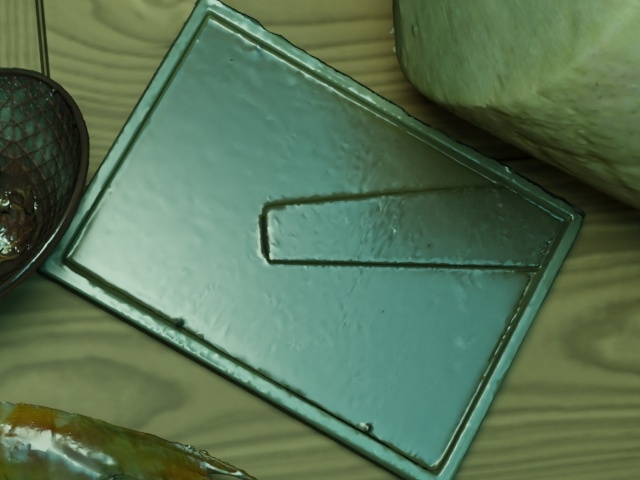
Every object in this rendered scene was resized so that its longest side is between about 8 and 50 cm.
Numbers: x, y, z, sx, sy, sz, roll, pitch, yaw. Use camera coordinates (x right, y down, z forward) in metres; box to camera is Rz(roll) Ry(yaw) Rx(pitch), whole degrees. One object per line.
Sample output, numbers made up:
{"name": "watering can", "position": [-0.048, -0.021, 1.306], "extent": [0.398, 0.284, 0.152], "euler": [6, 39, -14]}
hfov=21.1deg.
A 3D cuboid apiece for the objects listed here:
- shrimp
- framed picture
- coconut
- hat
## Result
{"name": "shrimp", "position": [-0.150, 0.178, 1.092], "extent": [0.248, 0.068, 0.150], "euler": [2, 90, -4]}
{"name": "framed picture", "position": [0.000, 0.000, 1.174], "extent": [0.315, 0.024, 0.232], "euler": [30, 75, -1]}
{"name": "coconut", "position": [0.221, -0.221, 1.093], "extent": [0.415, 0.344, 0.415], "euler": [11, 70, -32]}
{"name": "hat", "position": [-0.216, -0.012, 1.114], "extent": [0.193, 0.082, 0.193], "euler": [-14, 54, 20]}
